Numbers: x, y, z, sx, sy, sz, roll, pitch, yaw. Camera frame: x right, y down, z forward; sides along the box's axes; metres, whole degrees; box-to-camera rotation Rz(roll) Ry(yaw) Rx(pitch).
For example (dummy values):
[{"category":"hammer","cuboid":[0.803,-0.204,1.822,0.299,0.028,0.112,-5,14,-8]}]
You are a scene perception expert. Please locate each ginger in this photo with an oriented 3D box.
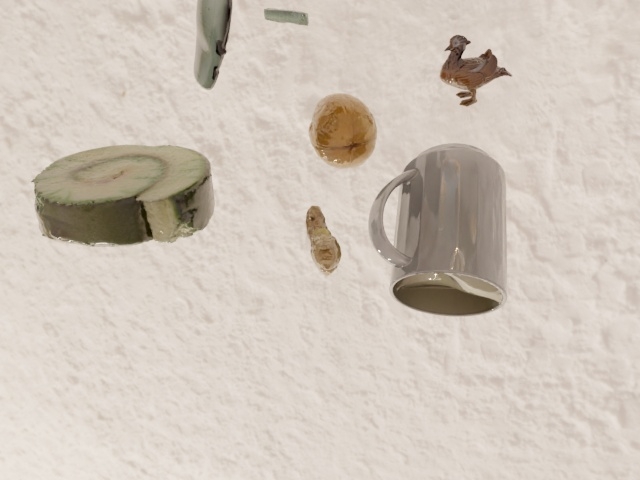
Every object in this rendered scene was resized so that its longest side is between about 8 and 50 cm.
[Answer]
[{"category":"ginger","cuboid":[0.001,0.002,0.728,0.051,0.173,0.070,-19,117,-4]}]

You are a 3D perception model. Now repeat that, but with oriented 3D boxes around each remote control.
[{"category":"remote control","cuboid":[-0.223,-0.409,0.883,0.098,0.045,0.256,55,147,17]}]

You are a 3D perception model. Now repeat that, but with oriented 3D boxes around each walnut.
[{"category":"walnut","cuboid":[0.059,-0.292,1.181,0.192,0.226,0.193,-3,116,-7]}]

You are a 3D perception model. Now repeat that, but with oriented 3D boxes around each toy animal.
[{"category":"toy animal","cuboid":[0.407,-0.455,1.152,0.187,0.089,0.179,-8,131,8]}]

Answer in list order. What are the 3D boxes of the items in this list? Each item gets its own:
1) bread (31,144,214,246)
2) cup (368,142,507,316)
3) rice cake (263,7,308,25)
[{"category":"bread","cuboid":[-0.420,-0.101,0.987,0.381,0.366,0.129,22,128,28]},{"category":"cup","cuboid":[0.247,-0.041,0.954,0.322,0.327,0.236,23,151,-23]},{"category":"rice cake","cuboid":[-0.092,-0.587,1.156,0.170,0.029,0.033,30,133,38]}]
